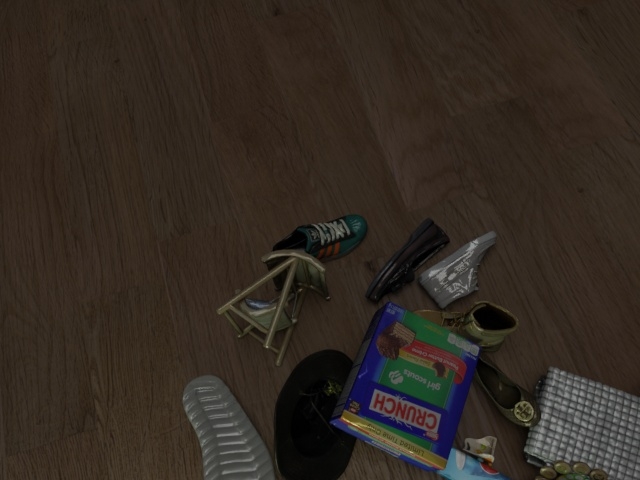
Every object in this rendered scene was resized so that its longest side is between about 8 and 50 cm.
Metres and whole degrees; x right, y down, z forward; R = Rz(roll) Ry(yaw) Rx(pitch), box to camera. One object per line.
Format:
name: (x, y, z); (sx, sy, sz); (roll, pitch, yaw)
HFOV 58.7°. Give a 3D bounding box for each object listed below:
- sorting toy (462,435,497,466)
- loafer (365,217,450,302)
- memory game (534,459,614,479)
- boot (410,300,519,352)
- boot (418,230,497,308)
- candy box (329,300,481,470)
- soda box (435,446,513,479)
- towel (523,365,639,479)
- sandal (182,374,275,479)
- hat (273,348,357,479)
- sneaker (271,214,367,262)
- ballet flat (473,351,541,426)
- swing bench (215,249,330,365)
sorting toy: (0.392, 0.517, 1.410); (0.075, 0.083, 0.045); (14, 108, 18)
loafer: (0.248, 0.066, 1.592); (0.095, 0.109, 0.302); (38, 71, 13)
memory game: (0.592, 0.579, 1.316); (0.186, 0.186, 0.012); (20, 34, 12)
boot: (0.357, 0.210, 1.463); (0.262, 0.203, 0.095); (15, 68, 8)
boot: (0.408, 0.086, 1.587); (0.258, 0.095, 0.123); (-33, 76, -3)
candy box: (0.210, 0.351, 1.386); (0.268, 0.122, 0.317); (26, 65, 0)
soda box: (0.386, 0.579, 1.378); (0.210, 0.067, 0.071); (26, 71, 13)
towel: (0.647, 0.468, 1.384); (0.284, 0.121, 0.235); (18, 71, 9)
sandal: (-0.227, 0.528, 1.433); (0.169, 0.102, 0.416); (-15, 53, -18)
hat: (-0.034, 0.430, 1.409); (0.134, 0.331, 0.331); (-4, 60, 45)
sneaker: (0.000, 0.000, 1.625); (0.302, 0.121, 0.108); (-26, 68, -8)
ballet flat: (0.445, 0.361, 1.420); (0.084, 0.058, 0.250); (-46, 43, 8)
swing bench: (-0.108, 0.162, 1.491); (0.165, 0.253, 0.254); (32, 72, 16)
